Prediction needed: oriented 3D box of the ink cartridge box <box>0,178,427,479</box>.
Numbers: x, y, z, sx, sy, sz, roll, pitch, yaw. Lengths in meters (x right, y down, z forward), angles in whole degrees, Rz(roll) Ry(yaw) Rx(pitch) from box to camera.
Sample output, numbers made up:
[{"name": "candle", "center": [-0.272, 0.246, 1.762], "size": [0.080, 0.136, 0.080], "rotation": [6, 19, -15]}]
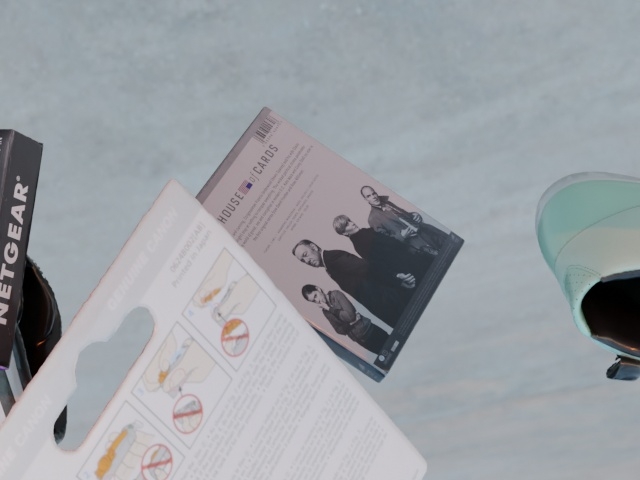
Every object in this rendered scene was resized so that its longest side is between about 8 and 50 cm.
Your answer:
[{"name": "ink cartridge box", "center": [-0.099, 0.191, 1.058], "size": [0.091, 0.308, 0.385], "rotation": [-1, 139, 45]}]

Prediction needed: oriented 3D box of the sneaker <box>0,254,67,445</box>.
[{"name": "sneaker", "center": [-0.387, 0.060, 1.243], "size": [0.257, 0.447, 0.169], "rotation": [-43, 163, 2]}]

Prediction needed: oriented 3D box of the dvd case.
[{"name": "dvd case", "center": [0.000, 0.000, 1.300], "size": [0.238, 0.179, 0.029], "rotation": [34, 148, 1]}]

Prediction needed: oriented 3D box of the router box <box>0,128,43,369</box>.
[{"name": "router box", "center": [-0.290, 0.006, 1.046], "size": [0.133, 0.179, 0.046], "rotation": [1, 167, 24]}]

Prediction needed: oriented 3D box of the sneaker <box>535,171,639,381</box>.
[{"name": "sneaker", "center": [0.258, 0.026, 0.793], "size": [0.255, 0.094, 0.151], "rotation": [1, -152, 3]}]
